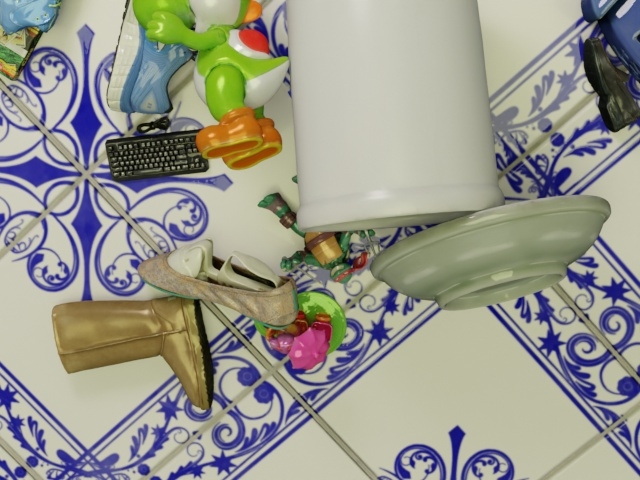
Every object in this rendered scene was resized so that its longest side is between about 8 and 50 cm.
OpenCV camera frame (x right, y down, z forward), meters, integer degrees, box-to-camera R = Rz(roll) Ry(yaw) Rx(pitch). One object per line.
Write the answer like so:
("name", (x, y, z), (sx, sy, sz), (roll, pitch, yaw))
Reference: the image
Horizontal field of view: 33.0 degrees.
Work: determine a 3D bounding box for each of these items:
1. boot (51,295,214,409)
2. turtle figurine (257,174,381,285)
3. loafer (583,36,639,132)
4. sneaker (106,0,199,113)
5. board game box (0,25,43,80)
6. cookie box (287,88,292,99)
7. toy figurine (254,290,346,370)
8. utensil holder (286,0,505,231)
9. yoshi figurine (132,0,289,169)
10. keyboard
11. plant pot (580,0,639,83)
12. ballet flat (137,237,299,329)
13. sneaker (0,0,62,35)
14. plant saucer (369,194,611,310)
("boot", (-0.342, 0.213, 2.000), (0.269, 0.089, 0.236), (-9, 92, 6))
("turtle figurine", (0.000, 0.000, 1.907), (0.175, 0.118, 0.234), (-33, 83, -6))
("loafer", (0.497, -0.272, 1.844), (0.061, 0.062, 0.170), (-24, 109, -2))
("sneaker", (-0.265, -0.371, 1.848), (0.147, 0.130, 0.330), (12, 107, -14))
("board game box", (-0.618, -0.406, 1.897), (0.259, 0.030, 0.136), (31, 105, -4))
("cookie box", (0.010, -0.241, 1.888), (0.091, 0.040, 0.107), (-30, 100, 10))
("toy figurine", (-0.043, 0.171, 1.928), (0.173, 0.159, 0.130), (8, 104, 2))
("utensil holder", (0.109, -0.218, 1.711), (0.327, 0.327, 0.386), (-6, 87, 5))
("yoshi figurine", (-0.193, -0.293, 1.711), (0.203, 0.203, 0.362), (-8, 77, -33))
("keyboard", (-0.295, -0.165, 1.935), (0.180, 0.023, 0.108), (-6, 103, 4))
("plant pot", (0.554, -0.381, 1.726), (0.212, 0.236, 0.236), (43, 103, -1))
("ballet flat", (-0.178, 0.057, 1.909), (0.315, 0.107, 0.106), (16, 123, 14))
("sneaker", (-0.460, -0.432, 1.846), (0.240, 0.091, 0.126), (-27, 104, 3))
("plant saucer", (0.284, 0.038, 1.752), (0.400, 0.400, 0.101), (-16, 76, 7))
